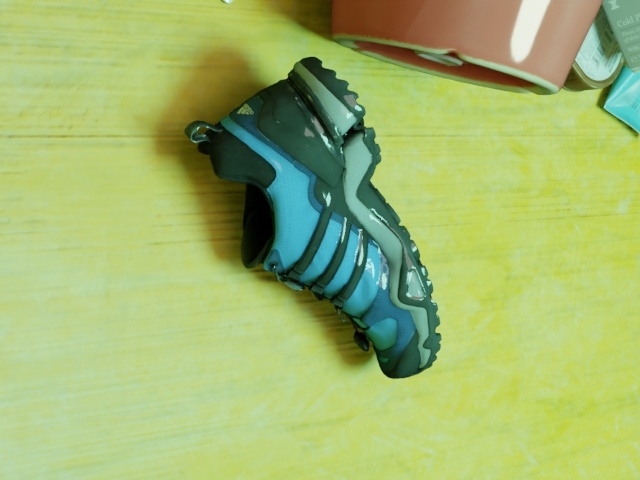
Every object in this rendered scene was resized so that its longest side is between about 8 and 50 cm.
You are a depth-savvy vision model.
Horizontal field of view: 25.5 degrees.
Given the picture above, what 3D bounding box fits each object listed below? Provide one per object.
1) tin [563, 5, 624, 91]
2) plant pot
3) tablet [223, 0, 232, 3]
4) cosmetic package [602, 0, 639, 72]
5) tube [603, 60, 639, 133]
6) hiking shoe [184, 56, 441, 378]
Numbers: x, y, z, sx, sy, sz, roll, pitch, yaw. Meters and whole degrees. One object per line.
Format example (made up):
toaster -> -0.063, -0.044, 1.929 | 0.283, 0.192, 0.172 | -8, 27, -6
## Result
tin -> 0.240, -0.226, 1.380 | 0.189, 0.040, 0.106 | 44, 59, -34
plant pot -> 0.128, -0.258, 1.148 | 0.275, 0.275, 0.243 | 12, 94, -42
tablet -> -0.089, -0.229, 1.102 | 0.083, 0.006, 0.054 | 35, 69, -38
cosmetic package -> 0.319, -0.300, 1.355 | 0.238, 0.127, 0.107 | 61, 37, -14
tube -> 0.354, -0.213, 1.479 | 0.080, 0.052, 0.207 | 29, 78, -30
hiking shoe -> 0.000, 0.000, 1.148 | 0.132, 0.113, 0.304 | -27, 119, -6
